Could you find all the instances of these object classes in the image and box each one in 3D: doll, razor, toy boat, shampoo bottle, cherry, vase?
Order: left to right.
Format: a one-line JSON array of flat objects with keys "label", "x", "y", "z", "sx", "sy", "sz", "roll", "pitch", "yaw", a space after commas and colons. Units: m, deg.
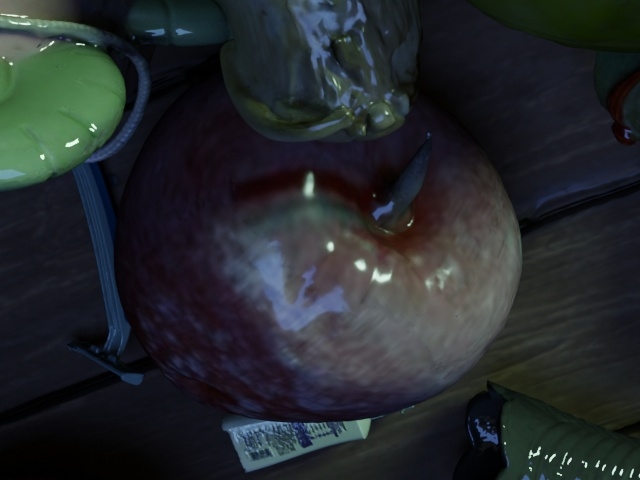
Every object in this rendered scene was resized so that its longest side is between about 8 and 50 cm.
[{"label": "doll", "x": -0.177, "y": -0.105, "z": 0.813, "sx": 0.268, "sy": 0.284, "sz": 0.216, "roll": 19, "pitch": 130, "yaw": 27}, {"label": "razor", "x": -0.151, "y": 0.004, "z": 0.994, "sx": 0.068, "sy": 0.037, "sz": 0.191, "roll": 22, "pitch": 127, "yaw": 42}, {"label": "cherry", "x": 0.000, "y": 0.000, "z": 0.878, "sx": 0.236, "sy": 0.213, "sz": 0.285, "roll": 44, "pitch": 141, "yaw": -1}, {"label": "shampoo bottle", "x": 0.002, "y": 0.130, "z": 1.058, "sx": 0.141, "sy": 0.034, "sz": 0.049, "roll": -16, "pitch": 112, "yaw": 13}, {"label": "vase", "x": 0.221, "y": 0.171, "z": 1.028, "sx": 0.237, "sy": 0.115, "sz": 0.115, "roll": 12, "pitch": 121, "yaw": -8}, {"label": "toy boat", "x": 0.208, "y": -0.092, "z": 0.862, "sx": 0.071, "sy": 0.185, "sz": 0.089, "roll": 26, "pitch": 89, "yaw": 29}]

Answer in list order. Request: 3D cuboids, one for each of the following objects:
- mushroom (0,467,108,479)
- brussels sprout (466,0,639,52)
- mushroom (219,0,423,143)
[{"label": "mushroom", "x": -0.244, "y": 0.324, "z": 1.063, "sx": 0.345, "sy": 0.259, "sz": 0.345, "roll": 2, "pitch": 121, "yaw": 4}, {"label": "brussels sprout", "x": 0.182, "y": -0.212, "z": 0.687, "sx": 0.328, "sy": 0.328, "sz": 0.247, "roll": -21, "pitch": 89, "yaw": 16}, {"label": "mushroom", "x": -0.062, "y": -0.229, "z": 0.710, "sx": 0.177, "sy": 0.126, "sz": 0.397, "roll": -41, "pitch": 82, "yaw": 29}]
